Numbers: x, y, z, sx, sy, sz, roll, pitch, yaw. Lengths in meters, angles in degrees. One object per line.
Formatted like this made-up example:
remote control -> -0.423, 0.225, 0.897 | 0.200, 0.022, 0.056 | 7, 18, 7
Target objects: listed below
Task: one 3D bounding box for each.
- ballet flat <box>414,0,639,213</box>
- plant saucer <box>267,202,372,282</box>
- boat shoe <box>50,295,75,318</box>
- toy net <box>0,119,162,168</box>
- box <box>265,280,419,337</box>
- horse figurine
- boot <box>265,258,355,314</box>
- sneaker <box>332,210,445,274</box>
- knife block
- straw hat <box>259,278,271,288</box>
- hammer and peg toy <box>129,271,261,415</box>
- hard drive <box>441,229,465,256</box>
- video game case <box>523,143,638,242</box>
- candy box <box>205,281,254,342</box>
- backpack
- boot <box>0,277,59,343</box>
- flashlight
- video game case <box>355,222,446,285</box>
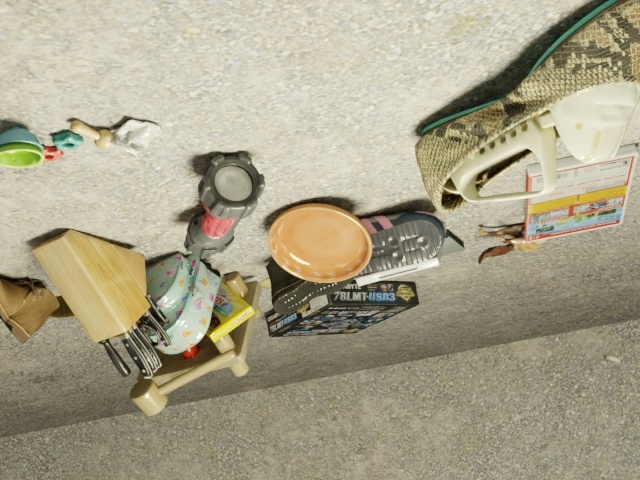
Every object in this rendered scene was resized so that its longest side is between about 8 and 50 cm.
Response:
ballet flat -> 0.320, -0.159, 1.354 | 0.164, 0.182, 0.483 | 4, 158, -35
plant saucer -> 0.000, 0.000, 1.802 | 0.200, 0.037, 0.200 | 5, 134, 5
boat shoe -> -0.519, 0.143, 2.071 | 0.152, 0.056, 0.049 | -11, 158, 3
toy net -> -0.338, -0.126, 1.330 | 0.232, 0.045, 0.122 | -5, 162, -17
box -> 0.055, 0.181, 2.478 | 0.296, 0.073, 0.293 | 2, 160, -35
horse figurine -> 0.461, -0.022, 2.064 | 0.174, 0.066, 0.263 | 10, 148, -41
boot -> -0.025, 0.056, 1.998 | 0.198, 0.137, 0.077 | -24, 133, 3
sneaker -> 0.095, 0.005, 1.903 | 0.319, 0.112, 0.131 | -4, -166, 18
knife block -> -0.396, 0.130, 1.748 | 0.088, 0.242, 0.276 | -21, 154, 29
straw hat -> -0.069, 0.122, 2.240 | 0.144, 0.061, 0.144 | -8, 162, -3
hammer and peg toy -> -0.261, 0.235, 2.040 | 0.266, 0.361, 0.127 | -16, 123, 17
hard drive -> 0.262, 0.011, 2.132 | 0.094, 0.022, 0.135 | -16, 162, 20
video game case -> 0.506, -0.086, 1.867 | 0.204, 0.025, 0.285 | -11, 152, 5
candy box -> -0.227, 0.140, 2.002 | 0.105, 0.027, 0.206 | -34, -149, -17
backpack -> -0.300, 0.129, 1.923 | 0.166, 0.188, 0.144 | -19, 143, 30
boot -> -0.608, 0.104, 1.885 | 0.115, 0.112, 0.305 | -37, 163, -13
flashlight -> -0.174, -0.045, 1.593 | 0.103, 0.103, 0.304 | 22, 156, -10
video game case -> 0.169, 0.027, 1.958 | 0.173, 0.022, 0.190 | -15, -161, 18
